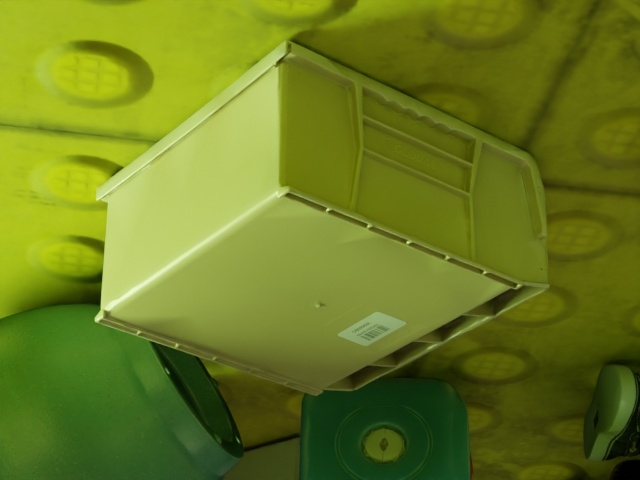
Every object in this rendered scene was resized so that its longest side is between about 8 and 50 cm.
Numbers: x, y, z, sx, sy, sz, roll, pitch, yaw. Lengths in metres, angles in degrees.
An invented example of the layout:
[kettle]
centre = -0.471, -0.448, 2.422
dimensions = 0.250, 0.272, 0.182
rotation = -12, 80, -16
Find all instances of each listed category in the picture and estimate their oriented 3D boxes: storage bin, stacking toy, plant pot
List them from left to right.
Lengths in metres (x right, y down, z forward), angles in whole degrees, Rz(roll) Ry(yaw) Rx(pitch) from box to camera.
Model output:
[plant pot]
centre = -0.192, 0.171, 1.504
dimensions = 0.196, 0.293, 0.293
rotation = -33, 143, 6
[storage bin]
centre = 0.000, 0.000, 1.315
dimensions = 0.260, 0.123, 0.262
rotation = 21, 144, -32
[stacking toy]
centre = 0.071, 0.285, 1.713
dimensions = 0.165, 0.175, 0.302
rotation = -1, 141, 4

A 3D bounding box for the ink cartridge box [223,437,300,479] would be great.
[ink cartridge box]
centre = -0.022, 0.333, 1.901
dimensions = 0.198, 0.115, 0.273
rotation = -19, 144, 31

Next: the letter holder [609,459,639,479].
[letter holder]
centre = 0.466, 0.289, 1.799
dimensions = 0.301, 0.214, 0.152
rotation = 17, 179, -28

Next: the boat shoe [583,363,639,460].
[boat shoe]
centre = 0.312, 0.167, 1.658
dimensions = 0.083, 0.065, 0.183
rotation = -1, 156, -1
